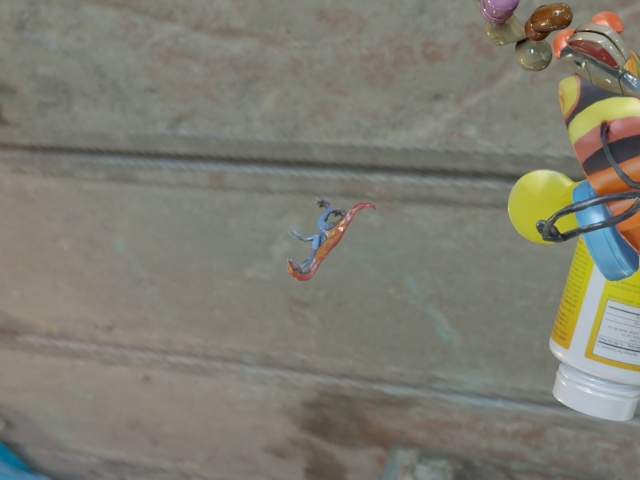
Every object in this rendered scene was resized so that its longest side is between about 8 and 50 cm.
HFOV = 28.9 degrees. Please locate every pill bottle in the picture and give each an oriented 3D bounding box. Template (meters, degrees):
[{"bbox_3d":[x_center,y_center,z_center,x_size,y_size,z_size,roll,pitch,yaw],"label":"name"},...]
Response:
[{"bbox_3d":[0.298,0.064,1.230,0.117,0.215,0.117,13,-169,-3],"label":"pill bottle"}]

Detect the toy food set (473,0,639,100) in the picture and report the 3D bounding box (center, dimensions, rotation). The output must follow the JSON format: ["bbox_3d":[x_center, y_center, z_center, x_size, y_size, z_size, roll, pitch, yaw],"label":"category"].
[{"bbox_3d":[0.121,-0.111,0.676,0.122,0.019,0.078,33,170,40],"label":"toy food set"}]

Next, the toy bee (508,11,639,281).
[{"bbox_3d":[0.217,-0.065,0.816,0.195,0.162,0.298,-14,161,5],"label":"toy bee"}]

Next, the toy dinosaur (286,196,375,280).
[{"bbox_3d":[0.000,0.000,1.193,0.090,0.082,0.047,-17,139,39],"label":"toy dinosaur"}]
